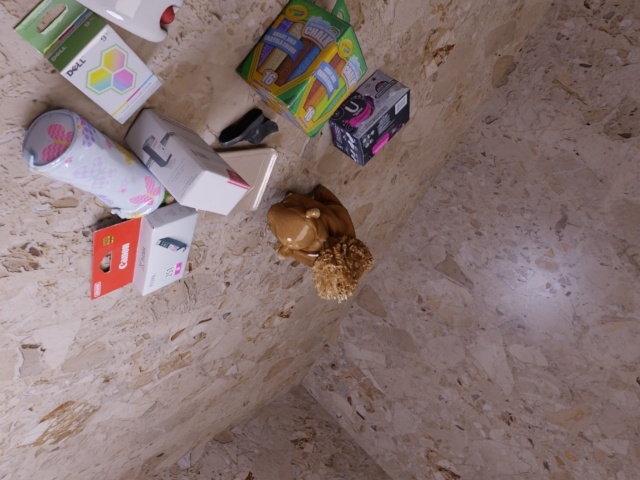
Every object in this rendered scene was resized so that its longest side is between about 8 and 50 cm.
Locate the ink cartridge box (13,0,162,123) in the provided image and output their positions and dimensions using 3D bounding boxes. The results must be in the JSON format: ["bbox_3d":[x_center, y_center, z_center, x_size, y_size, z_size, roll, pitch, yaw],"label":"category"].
[{"bbox_3d":[-0.374,-0.301,0.771,0.109,0.062,0.209,-47,157,-4],"label":"ink cartridge box"}]

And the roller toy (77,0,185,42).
[{"bbox_3d":[-0.277,-0.389,0.645,0.146,0.191,0.209,-56,157,13],"label":"roller toy"}]

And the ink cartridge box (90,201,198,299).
[{"bbox_3d":[-0.441,0.042,1.154,0.238,0.060,0.275,-29,157,-43],"label":"ink cartridge box"}]

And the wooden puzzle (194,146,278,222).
[{"bbox_3d":[-0.243,-0.160,1.276,0.238,0.044,0.221,-15,140,-47],"label":"wooden puzzle"}]

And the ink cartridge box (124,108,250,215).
[{"bbox_3d":[-0.278,-0.161,0.967,0.092,0.218,0.158,-49,158,12],"label":"ink cartridge box"}]

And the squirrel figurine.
[{"bbox_3d":[0.000,0.000,1.509,0.281,0.397,0.370,-47,167,5],"label":"squirrel figurine"}]

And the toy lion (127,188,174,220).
[{"bbox_3d":[-0.411,-0.078,1.101,0.096,0.034,0.100,-53,159,26],"label":"toy lion"}]

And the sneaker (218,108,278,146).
[{"bbox_3d":[-0.182,-0.273,1.188,0.170,0.051,0.089,-45,153,-20],"label":"sneaker"}]

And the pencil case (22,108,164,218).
[{"bbox_3d":[-0.421,-0.135,0.883,0.124,0.114,0.273,-36,158,1],"label":"pencil case"}]

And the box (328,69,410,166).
[{"bbox_3d":[0.162,-0.402,1.513,0.247,0.142,0.163,-46,156,-11],"label":"box"}]

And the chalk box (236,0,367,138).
[{"bbox_3d":[-0.015,-0.428,1.089,0.289,0.179,0.180,-51,158,3],"label":"chalk box"}]
